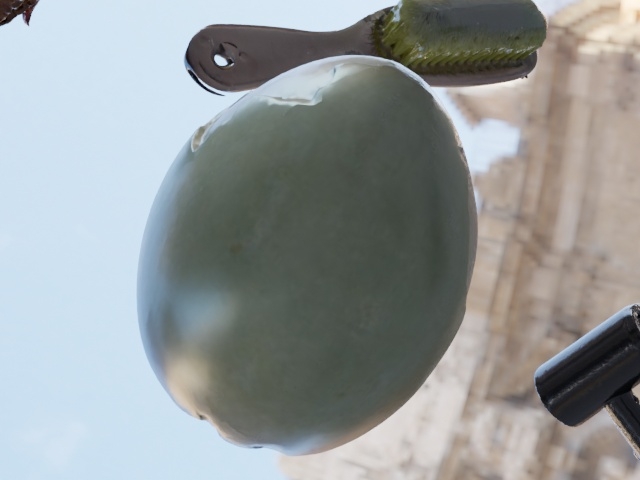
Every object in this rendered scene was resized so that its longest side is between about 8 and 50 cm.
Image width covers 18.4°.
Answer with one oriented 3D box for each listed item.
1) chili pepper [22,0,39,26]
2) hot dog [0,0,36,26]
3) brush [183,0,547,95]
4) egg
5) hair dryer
[{"bbox_3d":[-0.165,-0.281,1.432,0.050,0.059,0.268,29,-93,-9],"label":"chili pepper"},{"bbox_3d":[-0.271,-0.222,1.251,0.227,0.160,0.099,39,-136,-5],"label":"hot dog"},{"bbox_3d":[0.043,-0.149,1.413,0.313,0.067,0.072,-7,-115,-34],"label":"brush"},{"bbox_3d":[0.000,0.000,1.081,0.183,0.183,0.217,4,-52,-45],"label":"egg"},{"bbox_3d":[0.327,0.188,1.860,0.255,0.128,0.070,52,-150,7],"label":"hair dryer"}]
